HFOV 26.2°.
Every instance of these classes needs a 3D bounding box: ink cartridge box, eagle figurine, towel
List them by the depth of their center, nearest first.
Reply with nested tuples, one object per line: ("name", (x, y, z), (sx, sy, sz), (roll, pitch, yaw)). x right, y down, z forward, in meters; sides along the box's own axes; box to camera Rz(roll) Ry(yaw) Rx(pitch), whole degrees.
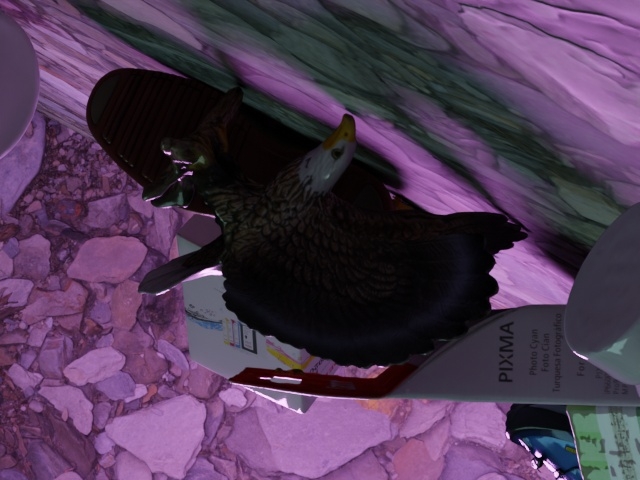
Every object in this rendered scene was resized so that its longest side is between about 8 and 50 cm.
("eagle figurine", (0.003, -0.006, 1.155), (0.298, 0.226, 0.225), (33, 156, 2))
("towel", (0.299, 0.194, 1.219), (0.152, 0.113, 0.023), (-1, -160, 38))
("ink cartridge box", (0.117, 0.096, 1.261), (0.385, 0.091, 0.308), (3, 177, 0))
("ink cartridge box", (-0.047, 0.050, 1.617), (0.168, 0.171, 0.233), (25, 143, 20))

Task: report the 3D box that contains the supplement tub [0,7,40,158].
("supplement tub", (-0.504, -0.217, 1.626), (0.325, 0.235, 0.235), (25, 175, 41))

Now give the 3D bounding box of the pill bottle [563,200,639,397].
("pill bottle", (0.254, 0.070, 0.769), (0.221, 0.121, 0.121), (30, 176, -15))

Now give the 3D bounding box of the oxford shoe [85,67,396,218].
("oxford shoe", (-0.081, -0.069, 1.414), (0.348, 0.123, 0.130), (29, -178, 13))

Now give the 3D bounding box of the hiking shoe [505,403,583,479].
("hiking shoe", (0.294, 0.264, 1.304), (0.304, 0.132, 0.113), (34, 160, 13))

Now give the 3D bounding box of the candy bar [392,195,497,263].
("candy bar", (0.124, -0.009, 1.473), (0.161, 0.018, 0.040), (31, 172, -33))
